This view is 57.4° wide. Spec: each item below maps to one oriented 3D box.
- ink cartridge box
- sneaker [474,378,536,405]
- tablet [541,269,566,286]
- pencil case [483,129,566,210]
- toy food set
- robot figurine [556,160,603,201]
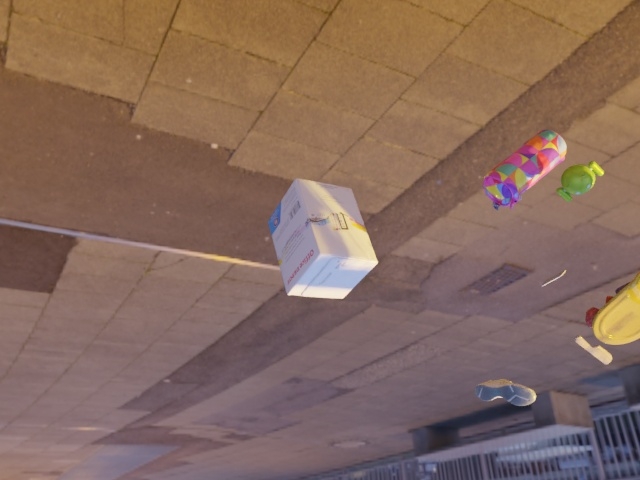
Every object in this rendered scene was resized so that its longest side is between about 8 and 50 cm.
[{"bbox_3d":[0.000,0.000,1.421,0.168,0.233,0.171,7,139,-32],"label":"ink cartridge box"},{"bbox_3d":[0.453,0.359,1.418,0.061,0.054,0.152,-20,-169,-42],"label":"sneaker"},{"bbox_3d":[0.788,0.128,1.978,0.054,0.006,0.083,-28,171,-47],"label":"tablet"},{"bbox_3d":[0.501,-0.174,1.433,0.236,0.104,0.104,-40,160,-20],"label":"pencil case"},{"bbox_3d":[0.600,0.136,1.172,0.128,0.071,0.218,27,118,-20],"label":"toy food set"},{"bbox_3d":[0.577,-0.137,1.310,0.101,0.067,0.115,-43,167,27],"label":"robot figurine"}]
